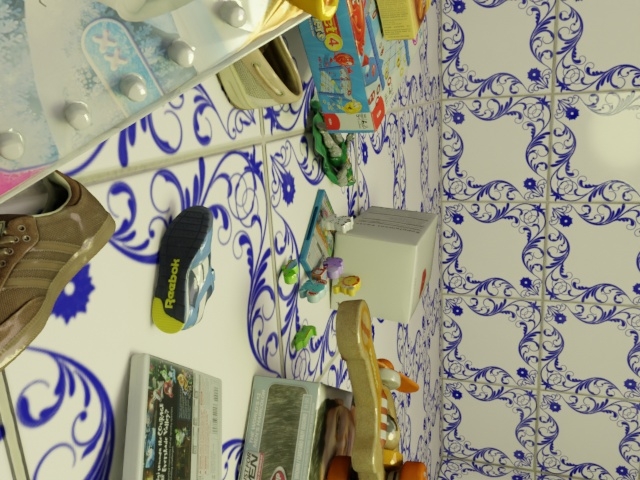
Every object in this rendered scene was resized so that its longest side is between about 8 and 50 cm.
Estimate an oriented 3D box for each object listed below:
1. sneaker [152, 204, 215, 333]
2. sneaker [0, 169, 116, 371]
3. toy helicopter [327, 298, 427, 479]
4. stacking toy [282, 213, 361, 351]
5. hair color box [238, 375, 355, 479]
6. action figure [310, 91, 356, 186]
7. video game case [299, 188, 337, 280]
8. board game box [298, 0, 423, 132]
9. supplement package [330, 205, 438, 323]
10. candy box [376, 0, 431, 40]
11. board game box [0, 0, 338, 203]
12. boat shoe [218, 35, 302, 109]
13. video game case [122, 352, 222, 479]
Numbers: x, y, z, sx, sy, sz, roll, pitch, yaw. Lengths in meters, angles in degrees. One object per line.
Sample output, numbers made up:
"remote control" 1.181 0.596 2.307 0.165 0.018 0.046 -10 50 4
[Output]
"sneaker" -0.147 0.032 0.616 0.059 0.053 0.144 24 78 -68
"sneaker" -0.227 0.022 0.401 0.071 0.066 0.188 58 30 -30
"toy helicopter" 0.082 0.230 0.826 0.235 0.140 0.355 -63 145 -55
"stacking toy" 0.007 0.072 1.002 0.221 0.052 0.167 -48 138 -46
"hair color box" -0.005 0.351 0.949 0.374 0.114 0.185 45 50 -63
"action figure" 0.034 -0.175 1.093 0.232 0.064 0.137 61 33 -61
"video game case" 0.000 0.000 1.073 0.119 0.015 0.166 64 34 -51
"board game box" 0.067 -0.382 0.861 0.302 0.086 0.308 70 36 -43
"supplement package" 0.153 0.042 1.243 0.293 0.175 0.177 -37 134 -65
"candy box" 0.113 -0.402 0.789 0.186 0.053 0.109 68 37 -47
"board game box" -0.155 -0.194 0.209 0.390 0.050 0.390 -35 141 -11
"boat shoe" -0.099 -0.284 0.647 0.302 0.098 0.109 68 31 -49
"video game case" -0.155 0.234 0.596 0.173 0.022 0.190 52 30 -61
